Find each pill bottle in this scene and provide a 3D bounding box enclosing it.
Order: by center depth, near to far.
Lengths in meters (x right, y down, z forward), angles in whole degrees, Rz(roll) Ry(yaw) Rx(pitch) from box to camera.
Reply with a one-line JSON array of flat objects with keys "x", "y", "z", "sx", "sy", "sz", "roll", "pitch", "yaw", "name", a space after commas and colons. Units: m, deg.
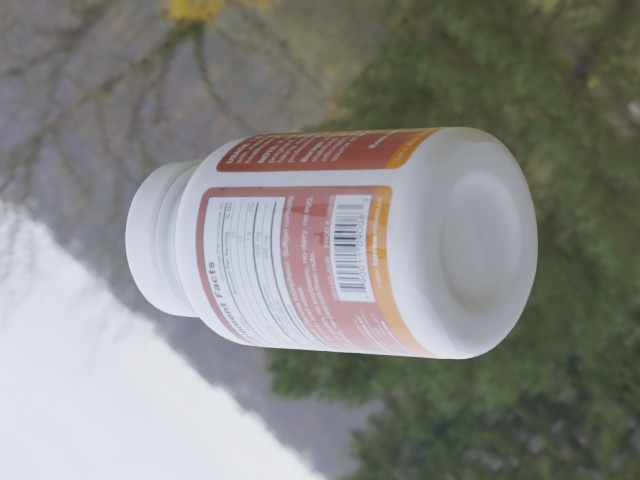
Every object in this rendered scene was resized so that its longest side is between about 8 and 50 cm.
[{"x": 0.000, "y": 0.000, "z": 0.997, "sx": 0.216, "sy": 0.121, "sz": 0.121, "roll": 1, "pitch": 151, "yaw": 41, "name": "pill bottle"}]
